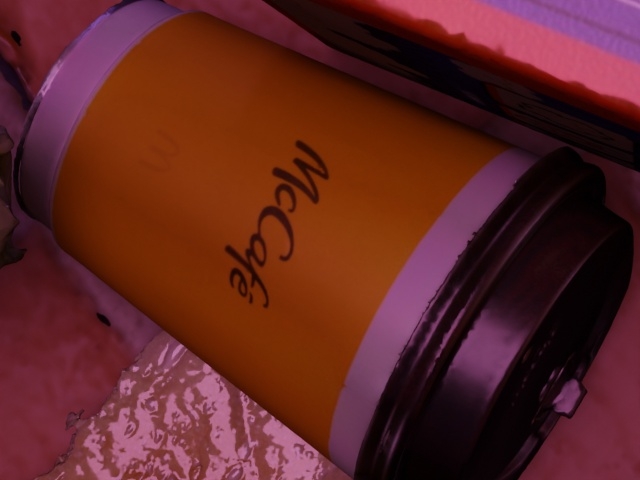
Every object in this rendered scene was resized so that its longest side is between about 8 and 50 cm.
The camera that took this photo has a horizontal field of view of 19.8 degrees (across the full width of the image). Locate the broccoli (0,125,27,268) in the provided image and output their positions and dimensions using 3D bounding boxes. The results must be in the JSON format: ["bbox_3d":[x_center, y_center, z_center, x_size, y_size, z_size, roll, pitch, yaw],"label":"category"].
[{"bbox_3d":[-0.251,0.004,0.934,0.302,0.186,0.254,-25,44,9],"label":"broccoli"}]

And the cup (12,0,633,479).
[{"bbox_3d":[0.000,0.000,0.880,0.279,0.196,0.196,32,94,17],"label":"cup"}]

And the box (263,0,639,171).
[{"bbox_3d":[0.151,-0.214,0.784,0.257,0.318,0.349,23,92,11],"label":"box"}]

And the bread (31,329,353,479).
[{"bbox_3d":[-0.076,0.165,0.958,0.182,0.039,0.251,44,96,9],"label":"bread"}]
